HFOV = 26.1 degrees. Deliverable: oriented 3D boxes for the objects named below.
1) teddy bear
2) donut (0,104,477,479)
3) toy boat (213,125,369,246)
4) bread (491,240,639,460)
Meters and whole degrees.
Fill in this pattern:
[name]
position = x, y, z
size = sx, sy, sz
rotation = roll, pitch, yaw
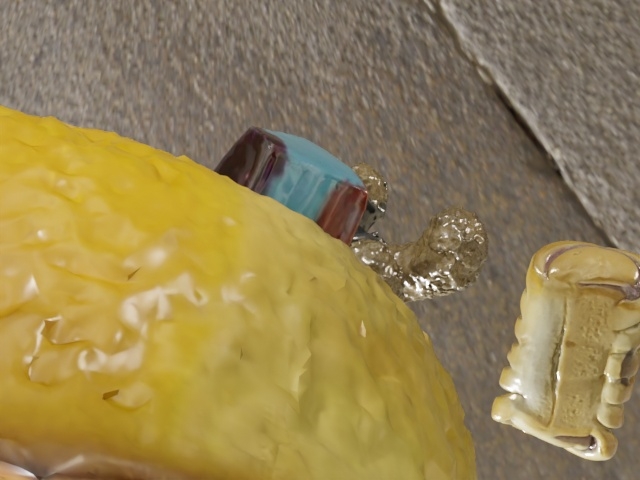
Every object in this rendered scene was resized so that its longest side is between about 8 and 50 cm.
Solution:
[teddy bear]
position = 0.002, 0.019, 1.108
size = 0.182, 0.251, 0.129
rotation = -22, 124, -36
[donut]
position = -0.108, 0.110, 0.538
size = 0.378, 0.163, 0.435
rotation = -8, 141, 18
[toy boat]
position = -0.104, 0.114, 0.786
size = 0.079, 0.136, 0.392
rotation = 25, 100, -38
[bread]
position = 0.253, 0.111, 1.381
size = 0.134, 0.081, 0.225
rotation = 12, 111, -1
